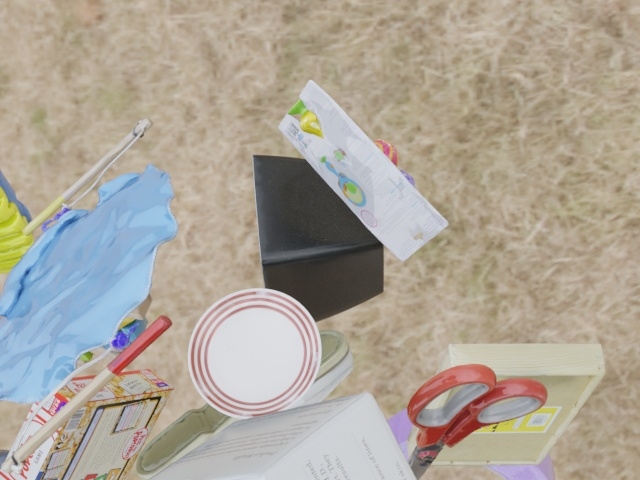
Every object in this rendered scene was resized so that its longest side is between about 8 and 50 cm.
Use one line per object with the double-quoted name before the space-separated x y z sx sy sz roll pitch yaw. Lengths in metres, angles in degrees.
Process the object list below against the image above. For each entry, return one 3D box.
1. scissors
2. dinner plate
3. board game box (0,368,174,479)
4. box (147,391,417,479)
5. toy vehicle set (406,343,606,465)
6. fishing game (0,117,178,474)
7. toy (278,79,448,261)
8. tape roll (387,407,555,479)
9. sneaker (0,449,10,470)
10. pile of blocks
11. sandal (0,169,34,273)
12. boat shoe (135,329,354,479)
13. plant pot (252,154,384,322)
"scissors" 0.091 0.178 0.986 0.297 0.109 0.021 130 141 -51
"dinner plate" -0.068 0.119 1.159 0.141 0.141 0.017 51 171 21
"board game box" -0.255 0.218 1.203 0.045 0.193 0.146 32 100 22
"box" -0.015 0.224 0.803 0.181 0.119 0.181 -22 96 50
"toy vehicle set" 0.203 0.193 1.267 0.266 0.166 0.035 101 168 -57
"fishing game" -0.155 0.033 0.729 0.189 0.041 0.264 -42 31 11
"toy" 0.060 -0.094 1.373 0.237 0.056 0.137 44 152 0
"tape roll" 0.186 0.356 1.523 0.275 0.090 0.274 3 113 7
"sneaker" -0.569 0.309 1.645 0.226 0.086 0.163 -18 108 20
"pile of blocks" -0.361 0.118 1.858 0.149 0.112 0.362 37 144 -25
"sandal" -0.371 -0.072 1.141 0.317 0.126 0.138 94 167 -56
"boat shoe" -0.078 0.226 1.372 0.302 0.113 0.103 -34 114 4
"plant pot" 0.000 0.000 1.542 0.188 0.167 0.187 87 177 -54
